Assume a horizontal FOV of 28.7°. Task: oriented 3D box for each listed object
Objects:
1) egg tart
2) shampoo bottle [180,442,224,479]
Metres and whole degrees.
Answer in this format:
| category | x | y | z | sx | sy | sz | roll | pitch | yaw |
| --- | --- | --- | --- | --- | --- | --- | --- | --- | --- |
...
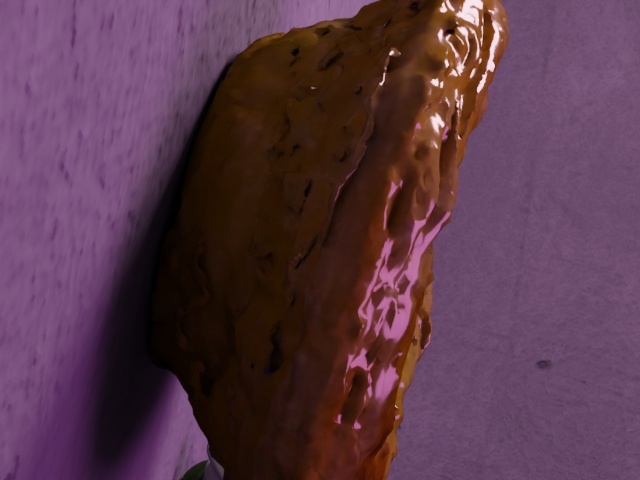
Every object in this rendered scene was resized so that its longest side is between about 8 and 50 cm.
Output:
| category | x | y | z | sx | sy | sz | roll | pitch | yaw |
| --- | --- | --- | --- | --- | --- | --- | --- | --- | --- |
| egg tart | 0.000 | 0.000 | 0.574 | 0.294 | 0.123 | 0.294 | 13 | 90 | -85 |
| shampoo bottle | -0.072 | 0.205 | 0.859 | 0.065 | 0.065 | 0.204 | -70 | 175 | -45 |
